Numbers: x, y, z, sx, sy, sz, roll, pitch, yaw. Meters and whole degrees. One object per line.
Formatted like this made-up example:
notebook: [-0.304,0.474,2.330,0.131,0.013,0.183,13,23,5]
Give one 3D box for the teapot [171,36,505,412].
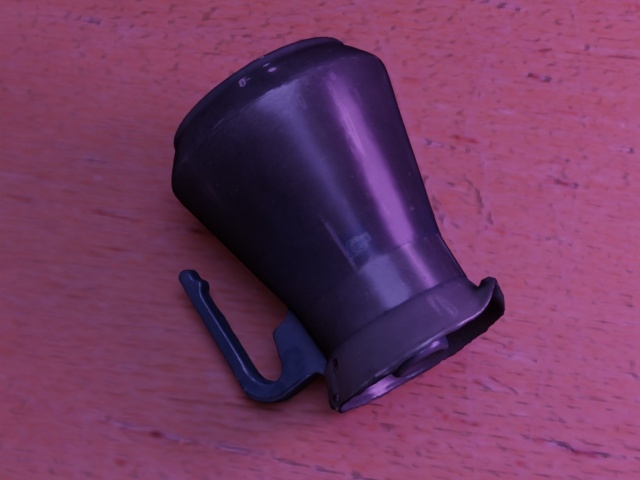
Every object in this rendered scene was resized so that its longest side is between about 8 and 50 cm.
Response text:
teapot: [0.000,0.000,1.138,0.203,0.171,0.225,-35,76,15]
